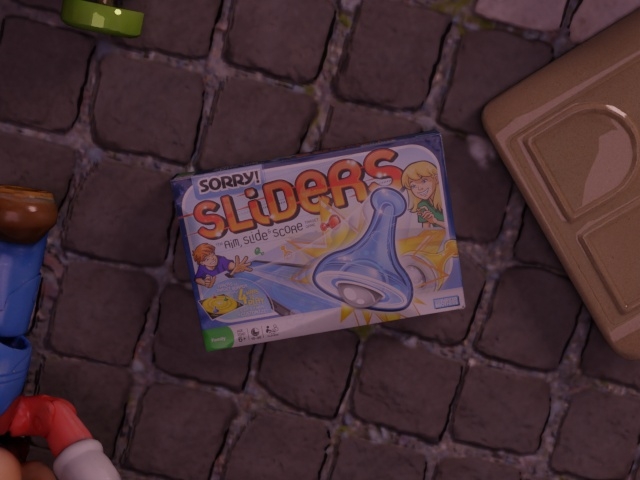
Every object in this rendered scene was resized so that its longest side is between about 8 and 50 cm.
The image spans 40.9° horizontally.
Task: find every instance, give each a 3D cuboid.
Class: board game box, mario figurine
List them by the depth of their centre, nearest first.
[{"bbox_3d":[-0.253,0.121,0.599,0.198,0.170,0.321,4,96,33],"label":"mario figurine"},{"bbox_3d":[0.000,0.000,0.649,0.201,0.035,0.136,-10,102,1],"label":"board game box"}]

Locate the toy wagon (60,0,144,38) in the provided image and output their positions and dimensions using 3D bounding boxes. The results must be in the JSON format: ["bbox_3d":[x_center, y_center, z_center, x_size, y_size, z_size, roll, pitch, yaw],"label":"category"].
[{"bbox_3d":[-0.224,-0.291,0.565,0.344,0.068,0.267,11,102,-4],"label":"toy wagon"}]

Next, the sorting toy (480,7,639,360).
[{"bbox_3d":[0.302,-0.079,0.640,0.307,0.041,0.229,-31,97,5],"label":"sorting toy"}]
